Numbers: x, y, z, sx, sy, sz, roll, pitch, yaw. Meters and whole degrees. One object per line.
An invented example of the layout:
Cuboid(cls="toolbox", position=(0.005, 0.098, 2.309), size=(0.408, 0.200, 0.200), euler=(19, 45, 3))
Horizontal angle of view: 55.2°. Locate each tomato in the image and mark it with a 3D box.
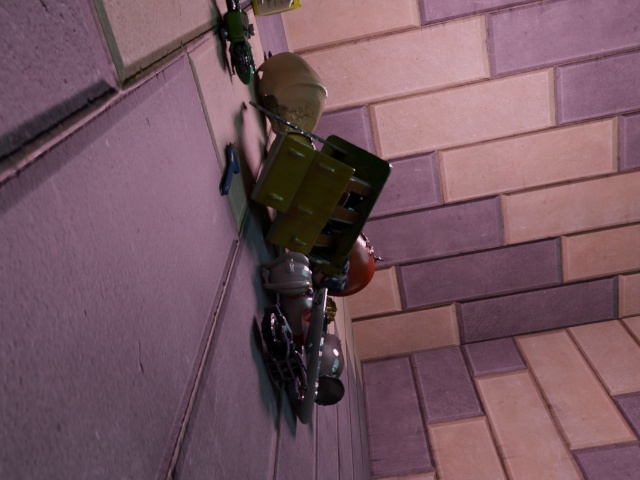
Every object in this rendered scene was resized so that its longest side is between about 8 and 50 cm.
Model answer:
Cuboid(cls="tomato", position=(0.048, 0.045, 1.817), size=(0.256, 0.224, 0.256), euler=(58, 3, -5))

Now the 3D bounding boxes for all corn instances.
Cuboid(cls="corn", position=(-0.014, 0.179, 1.683), size=(0.320, 0.096, 0.097), euler=(56, 24, -72))

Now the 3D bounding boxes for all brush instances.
Cuboid(cls="brush", position=(-0.161, -0.124, 1.092), size=(0.164, 0.014, 0.051), euler=(-91, 168, -58))

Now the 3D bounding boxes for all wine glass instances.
Cuboid(cls="wine glass", position=(0.015, 0.335, 1.648), size=(0.222, 0.103, 0.103), euler=(-90, 169, -65))

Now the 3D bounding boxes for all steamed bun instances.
Cuboid(cls="steamed bun", position=(-0.100, -0.402, 1.683), size=(0.200, 0.170, 0.226), euler=(-67, -147, 32))

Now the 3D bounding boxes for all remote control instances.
Cuboid(cls="remote control", position=(-0.020, 0.246, 1.290), size=(0.103, 0.051, 0.294), euler=(-82, -179, -65))

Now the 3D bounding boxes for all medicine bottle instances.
Cuboid(cls="medicine bottle", position=(-0.146, -0.796, 1.951), size=(0.250, 0.141, 0.137), euler=(-87, 162, -70))

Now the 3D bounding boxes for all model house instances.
Cuboid(cls="model house", position=(-0.087, -0.131, 1.382), size=(0.323, 0.340, 0.300), euler=(11, 109, -60))

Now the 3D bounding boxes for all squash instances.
Cuboid(cls="squash", position=(-0.075, -0.186, 1.696), size=(0.287, 0.137, 0.137), euler=(99, -18, -78))

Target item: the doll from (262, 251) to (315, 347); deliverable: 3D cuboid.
Cuboid(cls="doll", position=(-0.052, 0.148, 1.363), size=(0.384, 0.099, 0.188), euler=(78, 4, -57))

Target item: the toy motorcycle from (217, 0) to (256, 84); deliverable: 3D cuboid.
Cuboid(cls="toy motorcycle", position=(-0.176, -0.435, 1.296), size=(0.106, 0.074, 0.190), euler=(105, -25, -82))

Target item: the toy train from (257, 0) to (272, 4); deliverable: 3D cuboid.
Cuboid(cls="toy train", position=(-0.168, -0.687, 1.545), size=(0.194, 0.125, 0.081), euler=(78, 11, -57))

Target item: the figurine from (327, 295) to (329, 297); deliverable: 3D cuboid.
Cuboid(cls="figurine", position=(0.015, 0.198, 2.252), size=(0.060, 0.047, 0.106), euler=(38, 32, -22))

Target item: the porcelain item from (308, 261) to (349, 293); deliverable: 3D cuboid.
Cuboid(cls="porcelain item", position=(0.000, 0.000, 1.623), size=(0.288, 0.138, 0.186), euler=(68, 11, 23))

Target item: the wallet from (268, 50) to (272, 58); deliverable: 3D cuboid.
Cuboid(cls="wallet", position=(-0.124, -0.417, 1.980), size=(0.247, 0.041, 0.323), euler=(-97, 172, -49))

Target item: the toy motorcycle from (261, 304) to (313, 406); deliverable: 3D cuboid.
Cuboid(cls="toy motorcycle", position=(-0.062, 0.209, 1.159), size=(0.122, 0.080, 0.215), euler=(-92, 166, -57))
